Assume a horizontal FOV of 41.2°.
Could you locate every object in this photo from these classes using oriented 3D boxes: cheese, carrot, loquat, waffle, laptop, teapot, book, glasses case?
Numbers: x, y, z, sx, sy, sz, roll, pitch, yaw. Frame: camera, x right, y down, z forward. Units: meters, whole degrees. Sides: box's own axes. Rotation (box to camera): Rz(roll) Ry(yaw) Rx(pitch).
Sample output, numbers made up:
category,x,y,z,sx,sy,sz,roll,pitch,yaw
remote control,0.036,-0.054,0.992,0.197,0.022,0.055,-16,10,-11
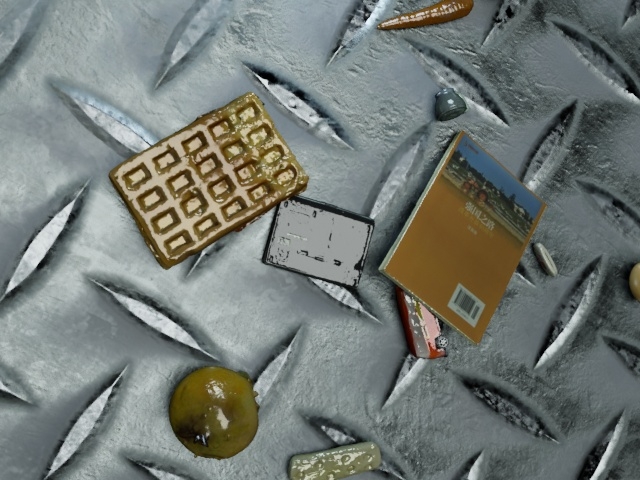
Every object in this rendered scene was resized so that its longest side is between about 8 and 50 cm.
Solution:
category,x,y,z,sx,sy,sz,roll,pitch,yaw
cheese,0.029,0.448,1.708,0.194,0.043,0.065,-7,92,-18
carrot,0.215,-0.461,1.751,0.216,0.048,0.048,-18,96,-11
loquat,-0.189,0.313,1.586,0.172,0.149,0.204,38,45,6
waffle,-0.205,-0.115,1.589,0.328,0.098,0.224,-31,98,-13
laptop,0.000,0.000,1.697,0.207,0.026,0.154,17,87,-17
teapot,0.272,-0.284,1.765,0.088,0.066,0.057,-10,76,-39
book,0.302,-0.009,1.746,0.262,0.028,0.374,38,65,-14
glasses case,0.488,0.042,1.850,0.021,0.032,0.083,-33,101,-11

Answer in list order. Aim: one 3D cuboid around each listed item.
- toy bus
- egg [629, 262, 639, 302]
category,x,y,z,sx,sy,sz,roll,pitch,yaw
toy bus,0.207,0.163,1.744,0.077,0.079,0.174,-15,96,-8
egg,0.733,0.095,1.905,0.080,0.080,0.096,-12,85,-17
